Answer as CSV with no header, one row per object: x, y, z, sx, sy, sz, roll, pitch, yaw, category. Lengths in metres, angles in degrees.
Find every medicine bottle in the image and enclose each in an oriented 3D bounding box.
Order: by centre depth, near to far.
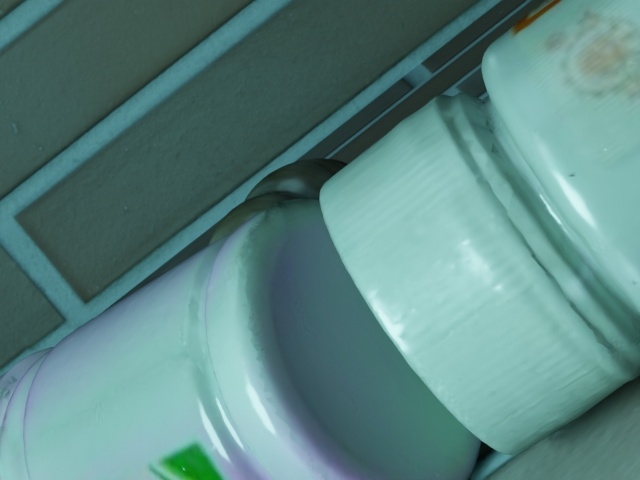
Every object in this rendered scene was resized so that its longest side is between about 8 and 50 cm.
0.201,-0.060,0.957,0.371,0.211,0.211,-36,10,14,medicine bottle
-0.080,0.130,1.117,0.325,0.212,0.212,-31,12,35,medicine bottle

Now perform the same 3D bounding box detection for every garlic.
0.000,0.000,1.586,0.191,0.160,0.214,-22,21,43,garlic
